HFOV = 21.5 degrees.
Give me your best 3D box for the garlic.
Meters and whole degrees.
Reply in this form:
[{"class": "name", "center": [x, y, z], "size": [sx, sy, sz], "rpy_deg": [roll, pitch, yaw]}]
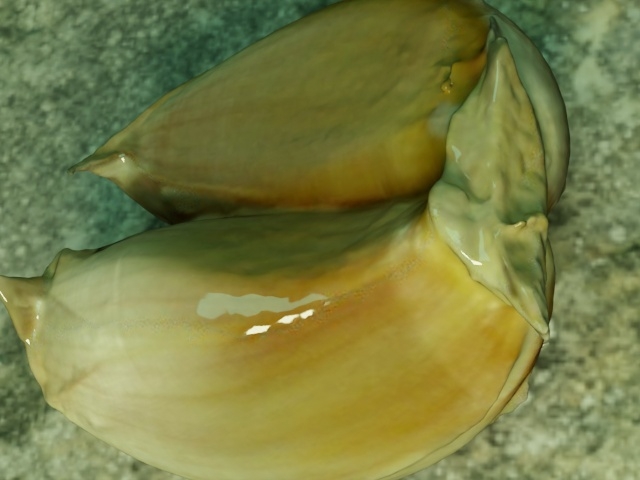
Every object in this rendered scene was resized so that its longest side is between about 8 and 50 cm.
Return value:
[{"class": "garlic", "center": [0.000, 0.000, 0.942], "size": [0.313, 0.249, 0.286], "rpy_deg": [-17, 81, 31]}]
